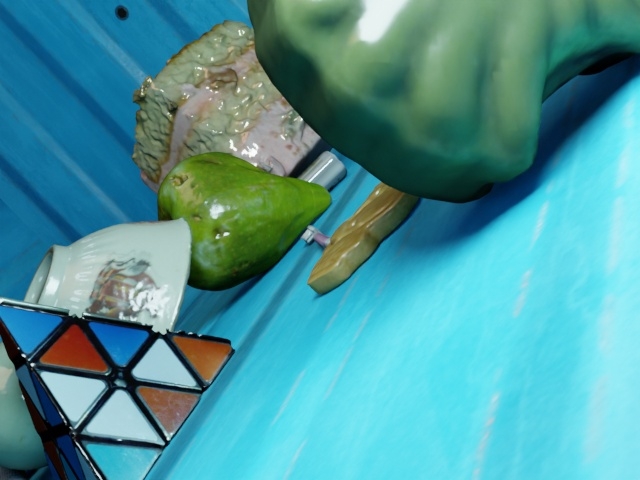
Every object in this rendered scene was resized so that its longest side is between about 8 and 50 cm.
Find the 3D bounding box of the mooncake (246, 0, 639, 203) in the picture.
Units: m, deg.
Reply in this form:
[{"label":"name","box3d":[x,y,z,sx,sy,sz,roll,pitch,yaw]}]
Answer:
[{"label":"mooncake","box3d":[0.114,-0.217,0.833,0.351,0.351,0.187,-45,-3,-13]}]

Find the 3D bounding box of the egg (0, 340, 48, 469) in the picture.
[{"label":"egg","box3d":[-0.447,0.246,1.567,0.203,0.203,0.283,-44,12,-5]}]

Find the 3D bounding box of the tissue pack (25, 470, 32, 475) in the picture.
[{"label":"tissue pack","box3d":[-0.558,0.348,1.823,0.209,0.137,0.270,-49,10,-29]}]

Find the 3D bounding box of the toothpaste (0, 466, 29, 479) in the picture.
[{"label":"toothpaste","box3d":[-0.463,0.380,1.520,0.089,0.057,0.234,-47,15,-10]}]

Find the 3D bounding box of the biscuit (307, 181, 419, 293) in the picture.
[{"label":"biscuit","box3d":[0.063,-0.029,1.118,0.236,0.040,0.144,-46,3,-36]}]

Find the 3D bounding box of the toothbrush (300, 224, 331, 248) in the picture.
[{"label":"toothbrush","box3d":[0.000,0.000,1.312,0.025,0.020,0.286,-52,7,-2]}]

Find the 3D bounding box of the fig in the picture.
[{"label":"fig","box3d":[-0.100,-0.038,1.535,0.275,0.206,0.206,-10,-5,-22]}]

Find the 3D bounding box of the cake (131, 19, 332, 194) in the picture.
[{"label":"cake","box3d":[-0.150,-0.197,1.904,0.314,0.307,0.293,-50,-10,-36]}]

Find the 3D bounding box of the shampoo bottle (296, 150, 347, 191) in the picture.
[{"label":"shampoo bottle","box3d":[-0.053,-0.056,1.737,0.227,0.056,0.086,-44,3,-4]}]

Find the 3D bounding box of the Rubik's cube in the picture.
[{"label":"Rubik's cube","box3d":[-0.292,0.162,1.132,0.250,0.234,0.284,-38,10,38]}]

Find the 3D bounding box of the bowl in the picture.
[{"label":"bowl","box3d":[-0.308,0.100,1.357,0.337,0.157,0.337,-51,26,37]}]
